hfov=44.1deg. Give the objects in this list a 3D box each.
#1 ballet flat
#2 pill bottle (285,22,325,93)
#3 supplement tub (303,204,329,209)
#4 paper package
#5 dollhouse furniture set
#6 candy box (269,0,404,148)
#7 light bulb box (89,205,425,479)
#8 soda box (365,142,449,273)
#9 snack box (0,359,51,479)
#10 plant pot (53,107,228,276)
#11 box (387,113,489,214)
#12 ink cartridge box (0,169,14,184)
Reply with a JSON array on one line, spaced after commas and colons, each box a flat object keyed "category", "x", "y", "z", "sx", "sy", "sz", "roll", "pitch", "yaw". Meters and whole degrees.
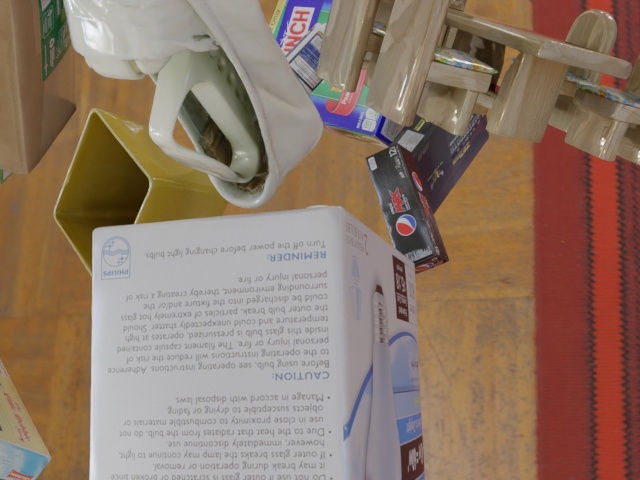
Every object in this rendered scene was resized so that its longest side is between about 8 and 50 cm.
[{"category": "ballet flat", "x": -0.107, "y": -0.147, "z": 0.605, "sx": 0.139, "sy": 0.400, "sz": 0.139, "roll": -10, "pitch": 60, "yaw": 17}, {"category": "pill bottle", "x": -0.022, "y": -0.262, "z": 1.188, "sx": 0.120, "sy": 0.067, "sz": 0.067, "roll": -45, "pitch": 58, "yaw": 7}, {"category": "supplement tub", "x": 0.000, "y": 0.000, "z": 1.346, "sx": 0.071, "sy": 0.071, "sz": 0.107, "roll": 23, "pitch": 123, "yaw": 36}, {"category": "paper package", "x": -0.463, "y": -0.266, "z": 0.945, "sx": 0.325, "sy": 0.310, "sz": 0.168, "roll": 110, "pitch": 173, "yaw": -51}, {"category": "dollhouse furniture set", "x": 0.110, "y": -0.173, "z": 0.547, "sx": 0.242, "sy": 0.212, "sz": 0.161, "roll": 45, "pitch": 124, "yaw": 54}, {"category": "candy box", "x": 0.038, "y": -0.344, "z": 1.535, "sx": 0.317, "sy": 0.122, "sz": 0.268, "roll": 18, "pitch": 88, "yaw": 31}, {"category": "light bulb box", "x": -0.036, "y": 0.182, "z": 0.765, "sx": 0.225, "sy": 0.358, "sz": 0.361, "roll": -5, "pitch": 80, "yaw": 16}, {"category": "soda box", "x": 0.117, "y": -0.043, "z": 1.073, "sx": 0.053, "sy": 0.060, "sz": 0.168, "roll": -23, "pitch": 71, "yaw": 22}, {"category": "snack box", "x": -0.548, "y": 0.231, "z": 1.206, "sx": 0.060, "sy": 0.187, "sz": 0.322, "roll": -51, "pitch": 44, "yaw": -2}, {"category": "plant pot", "x": -0.275, "y": -0.061, "z": 1.275, "sx": 0.212, "sy": 0.187, "sz": 0.212, "roll": 47, "pitch": 120, "yaw": 34}, {"category": "box", "x": 0.221, "y": -0.178, "z": 1.440, "sx": 0.059, "sy": 0.183, "sz": 0.232, "roll": 25, "pitch": 65, "yaw": 31}, {"category": "ink cartridge box", "x": -0.602, "y": -0.207, "z": 1.526, "sx": 0.109, "sy": 0.209, "sz": 0.062, "roll": 24, "pitch": 136, "yaw": 4}]
